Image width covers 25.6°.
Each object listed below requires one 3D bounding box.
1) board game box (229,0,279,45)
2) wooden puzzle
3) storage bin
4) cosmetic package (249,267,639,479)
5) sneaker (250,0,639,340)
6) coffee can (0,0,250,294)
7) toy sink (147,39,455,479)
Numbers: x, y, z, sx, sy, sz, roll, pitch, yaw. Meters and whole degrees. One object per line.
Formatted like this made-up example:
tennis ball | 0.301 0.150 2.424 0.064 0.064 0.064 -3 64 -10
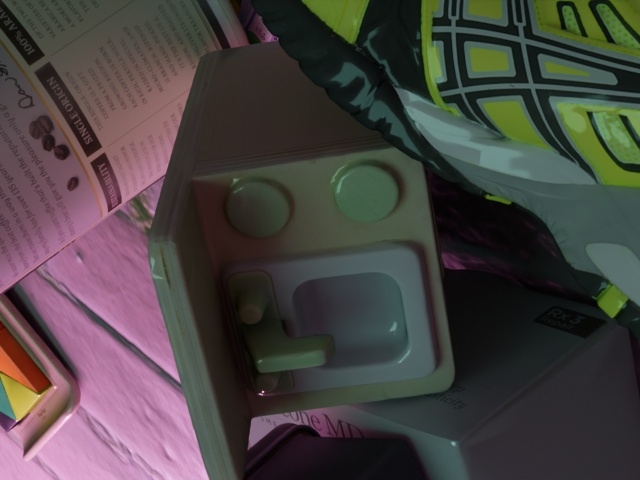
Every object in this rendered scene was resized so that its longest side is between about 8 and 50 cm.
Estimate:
board game box | -0.040 -0.213 0.828 0.136 0.035 0.201 49 147 11
wooden puzzle | -0.359 0.117 1.512 0.239 0.044 0.221 54 147 4
storage bin | 0.016 0.169 0.756 0.091 0.098 0.135 -15 105 45
cosmetic package | 0.099 0.217 0.902 0.217 0.156 0.385 12 127 49
sneaker | 0.123 -0.088 0.663 0.384 0.145 0.147 38 122 21
coffee can | -0.204 -0.085 0.887 0.201 0.275 0.201 47 163 19
toy sink | 0.000 0.000 0.767 0.131 0.234 0.153 -8 118 8
